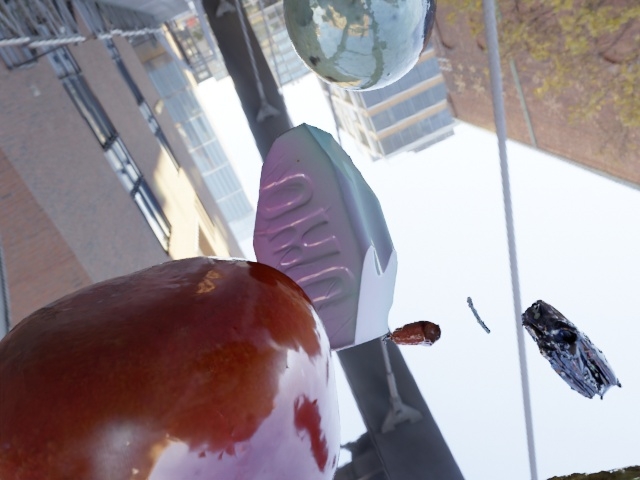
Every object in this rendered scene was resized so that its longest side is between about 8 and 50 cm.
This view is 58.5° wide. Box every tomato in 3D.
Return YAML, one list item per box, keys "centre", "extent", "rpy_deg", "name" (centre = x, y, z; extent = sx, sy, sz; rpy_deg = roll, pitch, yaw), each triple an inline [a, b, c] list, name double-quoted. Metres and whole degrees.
- centre: [-0.135, 0.164, 0.520]
  extent: [0.325, 0.293, 0.289]
  rpy_deg: [-13, -158, -43]
  name: "tomato"

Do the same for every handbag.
- centre: [0.561, 0.251, 1.288]
  extent: [0.113, 0.260, 0.162]
  rpy_deg: [-42, -160, 5]
  name: "handbag"

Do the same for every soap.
- centre: [0.000, 0.000, 0.853]
  extent: [0.192, 0.324, 0.109]
  rpy_deg: [-21, 168, 29]
  name: "soap"

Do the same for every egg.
- centre: [0.085, -0.530, 1.279]
  extent: [0.344, 0.428, 0.346]
  rpy_deg: [-4, -111, 11]
  name: "egg"

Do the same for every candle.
- centre: [0.164, 0.180, 1.062]
  extent: [0.048, 0.053, 0.162]
  rpy_deg: [-45, -174, -25]
  name: "candle"

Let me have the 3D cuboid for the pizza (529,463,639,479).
- centre: [0.329, 0.304, 0.644]
  extent: [0.226, 0.335, 0.086]
  rpy_deg: [-37, -131, 40]
  name: "pizza"

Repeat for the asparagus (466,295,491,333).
- centre: [0.313, 0.150, 1.140]
  extent: [0.016, 0.163, 0.016]
  rpy_deg: [-45, -135, -4]
  name: "asparagus"
